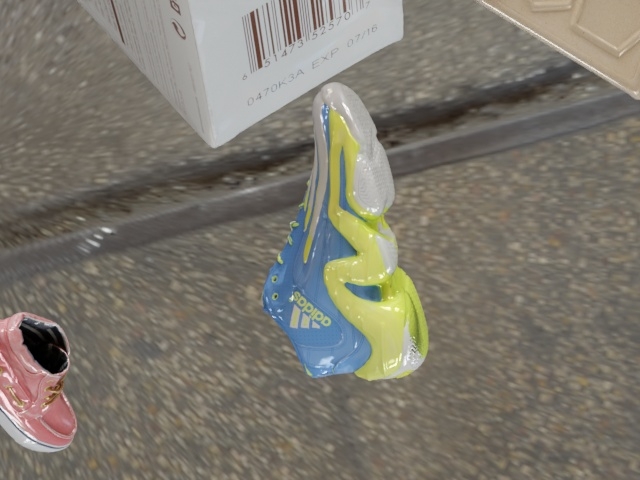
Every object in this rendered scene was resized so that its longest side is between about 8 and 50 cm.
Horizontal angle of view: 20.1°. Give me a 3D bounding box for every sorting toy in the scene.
[{"bbox_3d":[0.223,-0.243,1.494,0.208,0.038,0.193,28,77,-29],"label":"sorting toy"}]

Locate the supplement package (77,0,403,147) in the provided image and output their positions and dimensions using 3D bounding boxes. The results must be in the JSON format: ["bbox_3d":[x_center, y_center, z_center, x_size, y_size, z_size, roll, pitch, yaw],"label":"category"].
[{"bbox_3d":[-0.059,-0.147,0.779,0.105,0.105,0.179,-32,57,-16],"label":"supplement package"}]

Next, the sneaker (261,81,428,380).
[{"bbox_3d":[0.000,0.000,1.429,0.126,0.091,0.240,-15,82,15],"label":"sneaker"}]

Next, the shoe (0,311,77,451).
[{"bbox_3d":[-0.245,0.125,1.566,0.081,0.063,0.178,-12,138,25],"label":"shoe"}]
